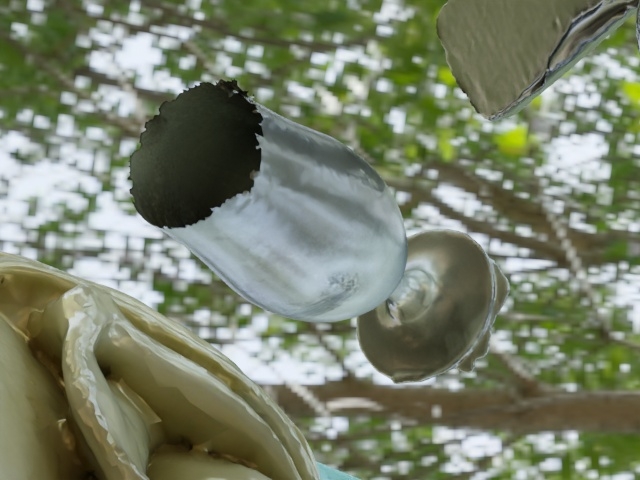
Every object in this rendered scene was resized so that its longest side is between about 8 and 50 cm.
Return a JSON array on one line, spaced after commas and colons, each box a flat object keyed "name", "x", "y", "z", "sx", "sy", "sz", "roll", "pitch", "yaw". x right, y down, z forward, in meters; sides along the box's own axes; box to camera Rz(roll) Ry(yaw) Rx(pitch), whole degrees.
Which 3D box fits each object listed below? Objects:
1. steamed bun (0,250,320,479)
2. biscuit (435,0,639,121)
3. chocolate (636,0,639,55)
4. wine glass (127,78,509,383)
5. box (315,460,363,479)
[{"name": "steamed bun", "x": -0.118, "y": 0.124, "z": 0.619, "sx": 0.203, "sy": 0.289, "sz": 0.276, "roll": -25, "pitch": -107, "yaw": 41}, {"name": "biscuit", "x": 0.163, "y": -0.171, "z": 1.111, "sx": 0.322, "sy": 0.038, "sz": 0.099, "roll": -45, "pitch": -115, "yaw": 56}, {"name": "chocolate", "x": 0.153, "y": -0.063, "z": 0.550, "sx": 0.125, "sy": 0.149, "sz": 0.080, "roll": -60, "pitch": -155, "yaw": -3}, {"name": "wine glass", "x": 0.000, "y": 0.000, "z": 1.010, "sx": 0.103, "sy": 0.222, "sz": 0.103, "roll": -19, "pitch": -123, "yaw": 32}, {"name": "box", "x": -0.014, "y": 0.225, "z": 1.419, "sx": 0.162, "sy": 0.229, "sz": 0.041, "roll": -33, "pitch": -135, "yaw": 38}]
